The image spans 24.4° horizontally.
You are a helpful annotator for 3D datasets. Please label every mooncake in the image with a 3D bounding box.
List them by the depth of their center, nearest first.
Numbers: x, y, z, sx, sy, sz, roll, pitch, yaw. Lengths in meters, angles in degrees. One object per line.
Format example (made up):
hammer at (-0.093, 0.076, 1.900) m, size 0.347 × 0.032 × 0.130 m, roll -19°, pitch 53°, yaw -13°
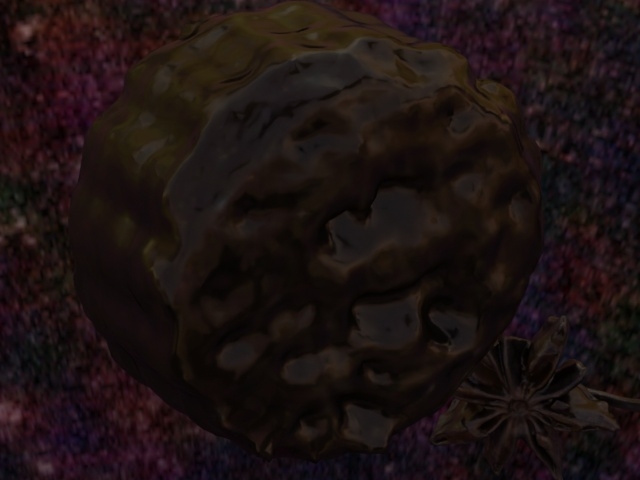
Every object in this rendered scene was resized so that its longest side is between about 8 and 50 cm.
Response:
mooncake at (0.000, 0.000, 0.714) m, size 0.228 × 0.228 × 0.124 m, roll -24°, pitch 28°, yaw -18°

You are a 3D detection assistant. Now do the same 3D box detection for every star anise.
star anise at (0.217, 0.155, 1.510) m, size 0.231 × 0.209 × 0.089 m, roll 25°, pitch 33°, yaw -11°
